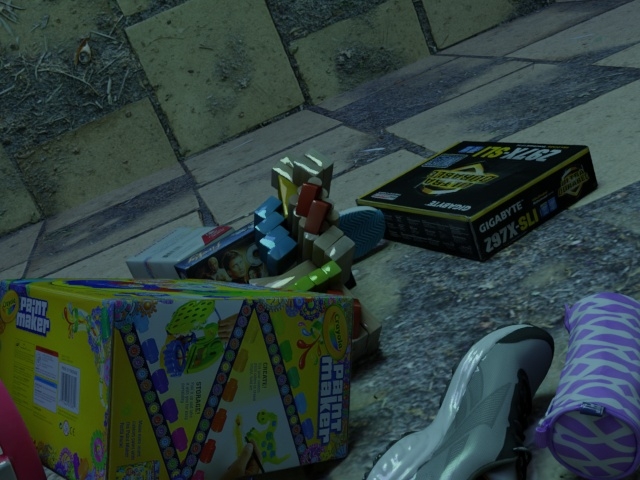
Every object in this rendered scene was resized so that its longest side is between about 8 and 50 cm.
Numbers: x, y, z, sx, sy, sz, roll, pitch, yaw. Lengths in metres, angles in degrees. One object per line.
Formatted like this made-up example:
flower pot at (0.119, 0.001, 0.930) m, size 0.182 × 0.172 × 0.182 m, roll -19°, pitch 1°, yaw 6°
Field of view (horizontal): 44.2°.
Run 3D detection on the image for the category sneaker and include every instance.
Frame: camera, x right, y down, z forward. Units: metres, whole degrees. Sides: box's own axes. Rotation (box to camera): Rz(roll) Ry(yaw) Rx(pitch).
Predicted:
sneaker at (0.151, 0.180, 0.709) m, size 0.108 × 0.100 × 0.271 m, roll 11°, pitch 41°, yaw 40°
sneaker at (0.000, 0.000, 1.329) m, size 0.228 × 0.088 × 0.092 m, roll -25°, pitch 25°, yaw 2°

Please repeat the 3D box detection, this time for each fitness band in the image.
fitness band at (-0.348, 0.223, 0.819) m, size 0.054 × 0.291 × 0.209 m, roll -26°, pitch 42°, yaw -35°

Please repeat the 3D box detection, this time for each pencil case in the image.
pencil case at (0.255, 0.128, 0.722) m, size 0.088 × 0.087 × 0.206 m, roll -1°, pitch 25°, yaw 26°

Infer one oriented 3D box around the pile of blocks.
pile of blocks at (-0.026, 0.007, 1.043) m, size 0.148 × 0.113 × 0.362 m, roll -9°, pitch 54°, yaw -12°

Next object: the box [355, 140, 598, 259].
box at (0.249, -0.079, 1.310) m, size 0.257 × 0.079 × 0.322 m, roll -28°, pitch 20°, yaw -22°

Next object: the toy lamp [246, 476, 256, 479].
toy lamp at (-0.177, 0.306, 0.730) m, size 0.274 × 0.080 × 0.080 m, roll -21°, pitch 19°, yaw -5°

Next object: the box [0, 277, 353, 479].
box at (-0.163, 0.137, 0.852) m, size 0.279 × 0.177 × 0.289 m, roll 3°, pitch 0°, yaw -41°

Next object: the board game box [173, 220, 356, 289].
board game box at (-0.075, 0.052, 1.169) m, size 0.243 × 0.165 × 0.042 m, roll -31°, pitch 21°, yaw -25°

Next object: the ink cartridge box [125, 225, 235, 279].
ink cartridge box at (-0.224, 0.058, 1.368) m, size 0.176 × 0.128 × 0.128 m, roll 1°, pitch 30°, yaw 48°
